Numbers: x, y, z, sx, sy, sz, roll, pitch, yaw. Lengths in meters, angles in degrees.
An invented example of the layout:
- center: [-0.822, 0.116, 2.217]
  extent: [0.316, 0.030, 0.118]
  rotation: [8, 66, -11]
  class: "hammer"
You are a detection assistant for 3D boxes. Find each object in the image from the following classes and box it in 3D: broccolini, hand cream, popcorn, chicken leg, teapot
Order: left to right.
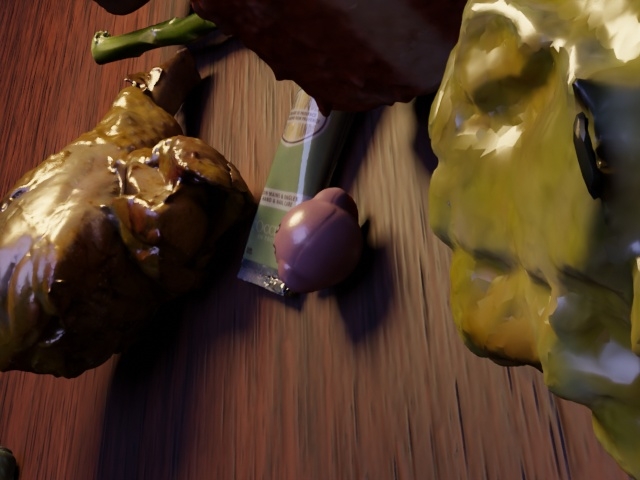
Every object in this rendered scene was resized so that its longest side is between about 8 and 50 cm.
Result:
- center: [-0.369, 0.273, 1.057]
  extent: [0.063, 0.049, 0.083]
  rotation: [-32, 45, 39]
  class: "teapot"
- center: [-0.169, -0.050, 0.943]
  extent: [0.295, 0.182, 0.409]
  rotation: [-18, 38, 36]
  class: "chicken leg"
- center: [-0.147, -0.248, 1.040]
  extent: [0.392, 0.074, 0.079]
  rotation: [-3, 24, 43]
  class: "broccolini"
- center: [-0.012, -0.072, 0.806]
  extent: [0.086, 0.055, 0.235]
  rotation: [16, 85, 59]
  class: "hand cream"
- center: [0.159, -0.030, 0.392]
  extent: [0.252, 0.215, 0.286]
  rotation: [-55, 22, 14]
  class: "popcorn"

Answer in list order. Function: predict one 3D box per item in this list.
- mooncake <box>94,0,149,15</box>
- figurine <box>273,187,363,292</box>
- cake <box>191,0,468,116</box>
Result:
- center: [-0.166, -0.402, 1.067]
  extent: [0.334, 0.174, 0.326]
  rotation: [-40, 27, 6]
  class: "mooncake"
- center: [0.000, 0.000, 0.721]
  extent: [0.067, 0.071, 0.083]
  rotation: [23, 96, 15]
  class: "figurine"
- center: [0.068, -0.284, 0.634]
  extent: [0.320, 0.269, 0.270]
  rotation: [-17, 54, 39]
  class: "cake"
